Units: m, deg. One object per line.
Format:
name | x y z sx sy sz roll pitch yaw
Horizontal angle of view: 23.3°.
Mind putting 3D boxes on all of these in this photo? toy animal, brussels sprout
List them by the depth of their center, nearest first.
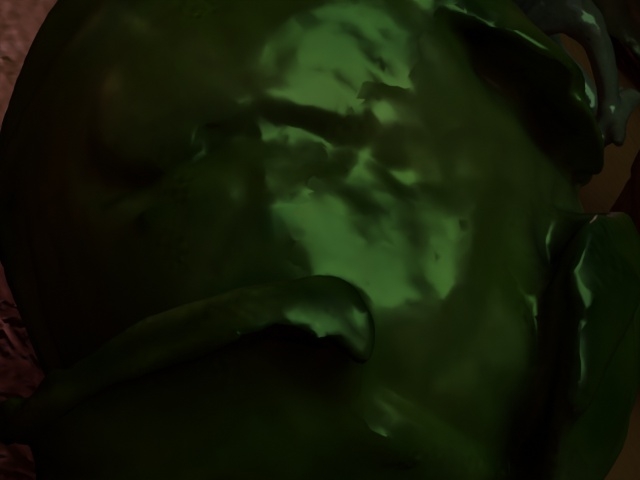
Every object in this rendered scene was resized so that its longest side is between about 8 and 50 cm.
brussels sprout | -0.001 0.003 0.583 0.294 0.227 0.260 -3 70 -54
toy animal | 0.128 -0.146 0.935 0.367 0.081 0.206 -29 89 -32

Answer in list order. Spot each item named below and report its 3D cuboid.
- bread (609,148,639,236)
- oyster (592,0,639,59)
bread | 0.337 -0.001 0.862 0.344 0.195 0.149 11 40 -14
oyster | 0.251 -0.177 1.092 0.341 0.110 0.166 47 41 1
